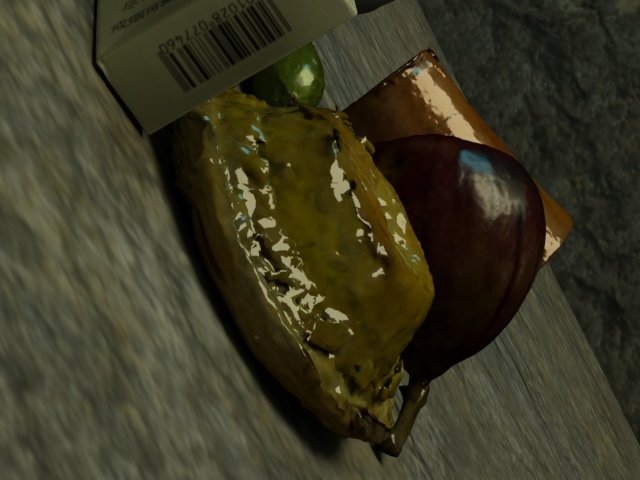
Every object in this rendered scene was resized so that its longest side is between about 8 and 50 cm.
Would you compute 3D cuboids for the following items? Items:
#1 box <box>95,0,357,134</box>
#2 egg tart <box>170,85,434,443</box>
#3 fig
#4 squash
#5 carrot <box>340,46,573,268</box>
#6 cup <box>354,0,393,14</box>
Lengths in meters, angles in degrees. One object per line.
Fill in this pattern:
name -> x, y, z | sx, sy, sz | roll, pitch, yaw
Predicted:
box -> -0.072, -0.194, 1.305 | 0.069, 0.164, 0.256 | 55, 14, -30
egg tart -> 0.000, 0.000, 1.318 | 0.295, 0.116, 0.295 | 61, 9, -16
fig -> 0.088, 0.038, 1.528 | 0.203, 0.186, 0.250 | 0, -87, 60
squash -> -0.029, -0.158, 1.683 | 0.066, 0.066, 0.201 | 59, 11, -19
carrot -> 0.118, -0.050, 1.936 | 0.254, 0.196, 0.196 | 51, 12, -5
cup -> -0.001, -0.336, 1.749 | 0.253, 0.253, 0.371 | 64, 9, 3
